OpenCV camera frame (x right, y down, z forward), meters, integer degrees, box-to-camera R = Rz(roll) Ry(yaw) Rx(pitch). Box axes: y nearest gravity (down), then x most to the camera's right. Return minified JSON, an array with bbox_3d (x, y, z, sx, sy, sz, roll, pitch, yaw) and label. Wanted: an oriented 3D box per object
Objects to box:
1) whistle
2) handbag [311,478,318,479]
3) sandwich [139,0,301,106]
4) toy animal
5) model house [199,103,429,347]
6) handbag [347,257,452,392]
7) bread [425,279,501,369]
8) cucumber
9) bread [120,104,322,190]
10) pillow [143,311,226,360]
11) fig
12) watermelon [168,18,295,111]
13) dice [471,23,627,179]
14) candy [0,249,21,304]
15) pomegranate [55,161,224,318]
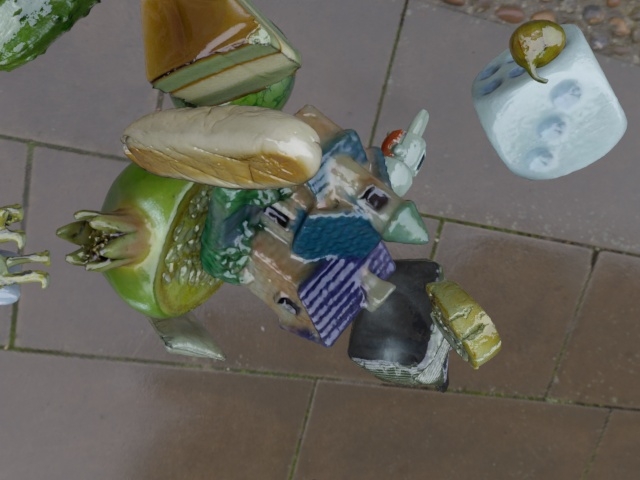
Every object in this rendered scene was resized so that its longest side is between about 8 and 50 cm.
[{"bbox_3d":[0.176,-0.181,1.172,0.106,0.102,0.253,32,73,-9],"label":"whistle"},{"bbox_3d":[0.017,0.679,1.134,0.241,0.222,0.263,-51,126,-4],"label":"handbag"},{"bbox_3d":[-0.155,-0.349,0.858,0.228,0.155,0.198,-9,82,28],"label":"sandwich"},{"bbox_3d":[-0.432,0.020,0.680,0.136,0.073,0.181,-12,150,-16],"label":"toy animal"},{"bbox_3d":[0.000,0.000,0.840,0.280,0.312,0.245,41,57,6],"label":"model house"},{"bbox_3d":[0.236,0.232,1.424,0.248,0.340,0.240,-2,145,28],"label":"handbag"},{"bbox_3d":[0.223,0.130,0.866,0.064,0.156,0.117,-28,117,-5],"label":"bread"},{"bbox_3d":[-0.477,-0.350,0.850,0.244,0.134,0.134,-43,110,4],"label":"cucumber"},{"bbox_3d":[-0.081,-0.077,0.431,0.073,0.215,0.053,52,56,-44],"label":"bread"},{"bbox_3d":[-0.389,0.231,1.452,0.185,0.302,0.074,22,95,-40],"label":"pillow"},{"bbox_3d":[0.357,-0.319,0.903,0.084,0.082,0.098,20,81,-17],"label":"fig"},{"bbox_3d":[-0.243,-0.458,1.476,0.364,0.363,0.362,-3,108,-10],"label":"watermelon"},{"bbox_3d":[0.534,-0.323,1.274,0.268,0.264,0.262,-26,118,31],"label":"dice"},{"bbox_3d":[-0.713,0.076,1.142,0.138,0.174,0.071,6,117,-30],"label":"candy"},{"bbox_3d":[-0.304,-0.023,0.954,0.216,0.359,0.309,27,105,26],"label":"pomegranate"}]
